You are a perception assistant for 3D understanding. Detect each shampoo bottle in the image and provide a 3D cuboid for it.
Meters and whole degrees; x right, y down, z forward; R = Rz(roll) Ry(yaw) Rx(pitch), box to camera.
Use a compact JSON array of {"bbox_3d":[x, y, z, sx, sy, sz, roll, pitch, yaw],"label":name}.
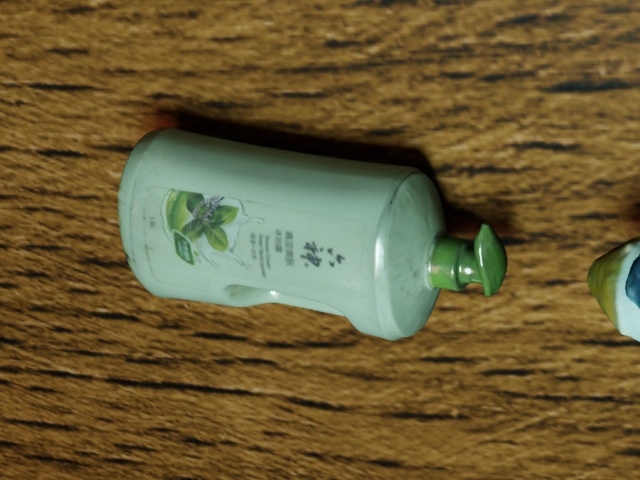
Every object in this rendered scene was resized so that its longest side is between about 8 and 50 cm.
[{"bbox_3d":[0.000,0.000,1.111,0.234,0.087,0.118,10,134,25],"label":"shampoo bottle"}]

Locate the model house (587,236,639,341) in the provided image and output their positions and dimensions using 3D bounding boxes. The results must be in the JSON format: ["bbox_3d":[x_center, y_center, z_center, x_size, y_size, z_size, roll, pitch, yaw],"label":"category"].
[{"bbox_3d":[0.253,0.008,0.912,0.291,0.184,0.253,7,142,47],"label":"model house"}]
